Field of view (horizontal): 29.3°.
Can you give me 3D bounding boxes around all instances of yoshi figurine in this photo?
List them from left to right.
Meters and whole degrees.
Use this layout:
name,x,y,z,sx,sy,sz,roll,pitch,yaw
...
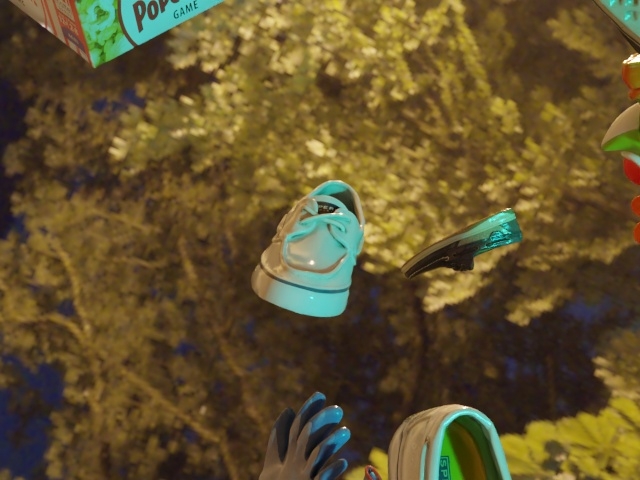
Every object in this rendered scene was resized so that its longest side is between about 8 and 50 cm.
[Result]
name,x,y,z,sx,sy,sz,roll,pitch,yaw
yoshi figurine,0.555,-0.105,1.771,0.203,0.204,0.362,-162,-123,-70

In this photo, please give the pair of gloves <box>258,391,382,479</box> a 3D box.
name,x,y,z,sx,sy,sz,roll,pitch,yaw
pair of gloves,0.000,0.228,0.989,0.198,0.023,0.159,48,-60,47

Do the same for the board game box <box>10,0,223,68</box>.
name,x,y,z,sx,sy,sz,roll,pitch,yaw
board game box,-0.074,-0.173,0.614,0.193,0.045,0.147,-33,-131,-24

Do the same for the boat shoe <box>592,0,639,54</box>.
name,x,y,z,sx,sy,sz,roll,pitch,yaw
boat shoe,0.420,-0.152,1.126,0.187,0.500,0.156,-43,-172,24

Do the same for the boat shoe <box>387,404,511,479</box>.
name,x,y,z,sx,sy,sz,roll,pitch,yaw
boat shoe,0.153,0.326,1.107,0.156,0.136,0.367,134,-47,-68

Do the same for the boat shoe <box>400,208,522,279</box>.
name,x,y,z,sx,sy,sz,roll,pitch,yaw
boat shoe,0.170,0.013,1.462,0.152,0.049,0.056,-28,173,6

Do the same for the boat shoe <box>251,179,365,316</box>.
name,x,y,z,sx,sy,sz,roll,pitch,yaw
boat shoe,0.000,0.000,1.209,0.267,0.096,0.088,-49,155,-72
